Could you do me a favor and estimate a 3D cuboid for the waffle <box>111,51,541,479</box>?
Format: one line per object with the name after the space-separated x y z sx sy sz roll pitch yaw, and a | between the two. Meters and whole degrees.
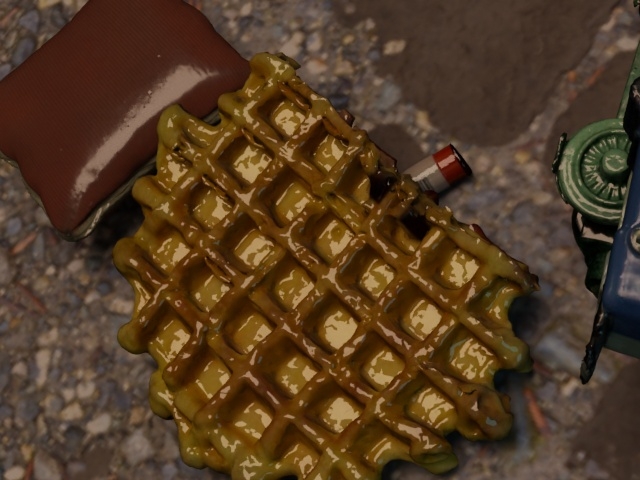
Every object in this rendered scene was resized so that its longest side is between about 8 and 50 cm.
0.003 0.027 1.157 0.283 0.065 0.310 -7 76 20 | waffle

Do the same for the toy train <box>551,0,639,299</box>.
0.249 -0.084 1.093 0.177 0.116 0.285 14 72 18 | toy train

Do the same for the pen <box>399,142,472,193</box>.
0.000 0.000 1.212 0.218 0.026 0.026 -30 57 9 | pen

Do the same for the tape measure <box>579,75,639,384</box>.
0.323 0.005 0.960 0.351 0.098 0.215 13 73 6 | tape measure

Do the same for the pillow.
-0.147 -0.100 1.299 0.179 0.075 0.171 -42 55 0 | pillow
